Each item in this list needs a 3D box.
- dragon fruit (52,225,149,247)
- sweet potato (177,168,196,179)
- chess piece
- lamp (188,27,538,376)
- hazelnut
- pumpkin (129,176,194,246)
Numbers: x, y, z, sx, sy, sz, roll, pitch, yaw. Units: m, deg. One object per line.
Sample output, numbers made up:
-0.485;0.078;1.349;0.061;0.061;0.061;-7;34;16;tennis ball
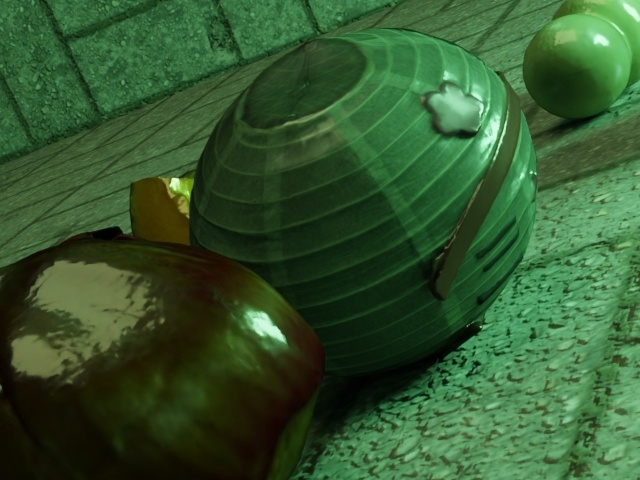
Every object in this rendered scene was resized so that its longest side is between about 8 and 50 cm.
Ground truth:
-0.155;0.077;1.083;0.189;0.182;0.182;-27;12;14;dragon fruit
-0.067;-0.080;1.759;0.273;0.075;0.075;-23;13;-3;sweet potato
0.295;-0.210;1.506;0.144;0.144;0.251;-11;25;45;chess piece
0.036;-0.025;1.022;0.233;0.233;0.265;-13;39;40;lamp
-0.119;0.094;0.860;0.229;0.229;0.229;-23;13;6;hazelnut
0.000;0.000;1.278;0.312;0.148;0.169;-7;-18;32;pumpkin
